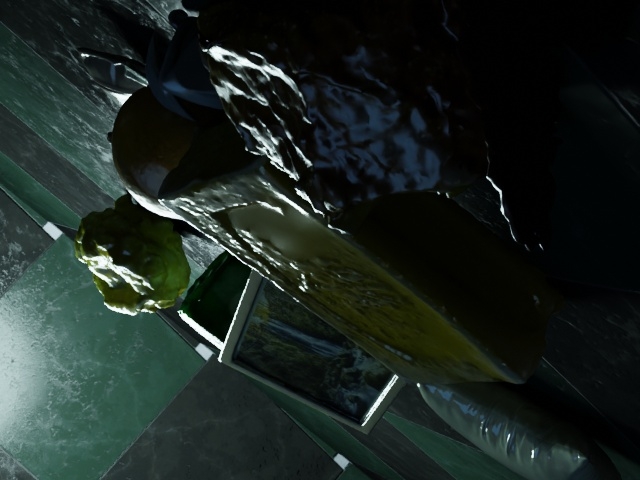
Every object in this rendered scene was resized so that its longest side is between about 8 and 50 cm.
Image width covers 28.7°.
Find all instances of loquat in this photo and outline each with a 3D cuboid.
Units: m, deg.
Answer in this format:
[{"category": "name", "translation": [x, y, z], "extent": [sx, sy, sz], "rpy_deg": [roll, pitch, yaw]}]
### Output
[{"category": "loquat", "translation": [-0.127, -0.084, 1.160], "extent": [0.141, 0.141, 0.141], "rpy_deg": [35, 167, 9]}]

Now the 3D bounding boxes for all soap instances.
[{"category": "soap", "translation": [0.035, 0.008, 1.053], "extent": [0.315, 0.091, 0.199], "rpy_deg": [39, 157, -24]}]

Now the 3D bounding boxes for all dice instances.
[{"category": "dice", "translation": [-0.117, 0.093, 1.793], "extent": [0.131, 0.128, 0.120], "rpy_deg": [38, 169, -13]}]

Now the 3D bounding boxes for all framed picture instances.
[{"category": "framed picture", "translation": [-0.001, 0.139, 1.597], "extent": [0.241, 0.020, 0.324], "rpy_deg": [27, 150, 0]}]

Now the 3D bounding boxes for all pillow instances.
[{"category": "pillow", "translation": [-0.158, -0.126, 1.310], "extent": [0.131, 0.038, 0.232], "rpy_deg": [18, 162, 37]}, {"category": "pillow", "translation": [0.225, 0.216, 1.425], "extent": [0.254, 0.078, 0.144], "rpy_deg": [28, 165, 36]}]

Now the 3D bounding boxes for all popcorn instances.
[{"category": "popcorn", "translation": [-0.289, 0.024, 1.977], "extent": [0.197, 0.156, 0.197], "rpy_deg": [40, 152, 27]}]

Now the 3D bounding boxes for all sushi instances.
[{"category": "sushi", "translation": [0.039, -0.084, 0.706], "extent": [0.296, 0.167, 0.179], "rpy_deg": [8, 130, 49]}]

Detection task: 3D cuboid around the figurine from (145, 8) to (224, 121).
[{"category": "figurine", "translation": [-0.108, -0.149, 1.056], "extent": [0.086, 0.082, 0.094], "rpy_deg": [-126, 11, -79]}]
